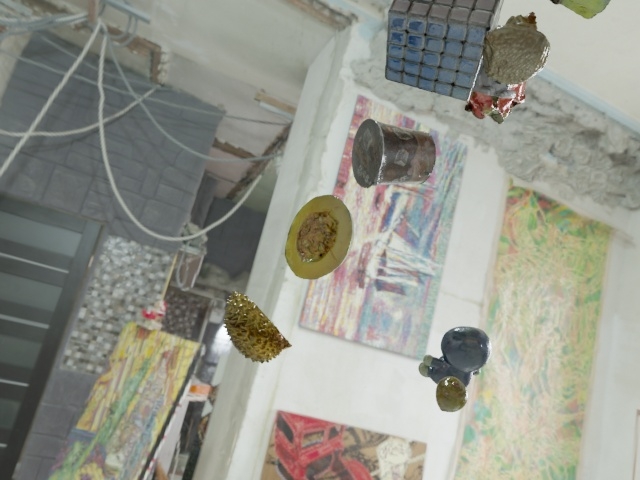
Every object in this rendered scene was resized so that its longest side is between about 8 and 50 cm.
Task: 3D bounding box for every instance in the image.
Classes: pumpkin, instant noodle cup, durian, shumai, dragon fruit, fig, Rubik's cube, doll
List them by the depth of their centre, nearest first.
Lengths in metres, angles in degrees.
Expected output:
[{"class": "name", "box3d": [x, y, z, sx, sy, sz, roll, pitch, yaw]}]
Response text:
[{"class": "shumai", "box3d": [0.409, -0.411, 1.037, 0.145, 0.116, 0.145, 10, -32, 6]}, {"class": "fig", "box3d": [0.295, 0.357, 1.130, 0.074, 0.088, 0.074, 11, 31, -7]}, {"class": "Rubik's cube", "box3d": [0.305, -0.525, 1.207, 0.237, 0.238, 0.237, 19, -21, 13]}, {"class": "pumpkin", "box3d": [0.015, 0.000, 1.236, 0.217, 0.217, 0.110, 4, -10, 38]}, {"class": "dragon fruit", "box3d": [0.516, -0.507, 1.520, 0.302, 0.231, 0.237, 46, -7, -32]}, {"class": "durian", "box3d": [-0.224, 0.271, 1.525, 0.250, 0.138, 0.183, 43, -12, 26]}, {"class": "instant noodle cup", "box3d": [0.232, -0.267, 1.565, 0.207, 0.217, 0.217, 0, -7, -22]}, {"class": "doll", "box3d": [0.489, 0.414, 1.754, 0.228, 0.258, 0.154, 16, 17, -12]}]

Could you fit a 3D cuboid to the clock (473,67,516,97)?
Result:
[{"class": "clock", "box3d": [0.458, -0.458, 1.330, 0.080, 0.117, 0.176, -9, 29, -29]}]

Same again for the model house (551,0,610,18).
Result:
[{"class": "model house", "box3d": [0.509, -0.583, 0.977, 0.211, 0.170, 0.194, 25, -41, -4]}]
